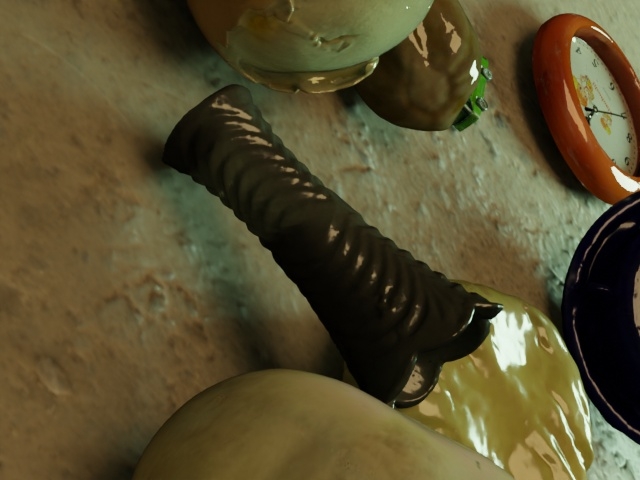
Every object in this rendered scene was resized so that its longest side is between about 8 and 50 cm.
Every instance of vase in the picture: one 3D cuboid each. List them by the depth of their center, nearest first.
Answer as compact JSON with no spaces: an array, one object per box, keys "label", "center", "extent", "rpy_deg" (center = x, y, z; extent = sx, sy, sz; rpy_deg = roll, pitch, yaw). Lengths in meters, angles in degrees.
[{"label":"vase","center":[0.000,0.000,1.081],"extent":[0.237,0.115,0.115],"rpy_deg":[46,31,16]}]

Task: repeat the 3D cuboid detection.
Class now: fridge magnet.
[{"label":"fridge magnet","center":[0.348,0.072,1.473],"extent":[0.265,0.113,0.265],"rpy_deg":[3,75,-11]}]

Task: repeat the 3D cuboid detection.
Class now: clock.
[{"label":"clock","center":[0.275,-0.132,1.635],"extent":[0.205,0.051,0.205],"rpy_deg":[31,47,-41]}]

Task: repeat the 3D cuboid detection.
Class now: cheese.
[{"label":"cheese","center":[0.105,0.143,1.189],"extent":[0.226,0.117,0.214],"rpy_deg":[24,55,-37]}]

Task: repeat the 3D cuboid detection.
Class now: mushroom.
[{"label":"mushroom","center":[0.002,0.207,0.949],"extent":[0.260,0.234,0.254],"rpy_deg":[27,0,9]}]

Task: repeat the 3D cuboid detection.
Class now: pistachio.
[{"label":"pistachio","center":[0.065,-0.175,1.339],"extent":[0.185,0.108,0.126],"rpy_deg":[65,10,13]}]

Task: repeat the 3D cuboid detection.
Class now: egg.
[{"label":"egg","center":[-0.009,-0.231,1.191],"extent":[0.201,0.201,0.244],"rpy_deg":[28,38,-42]}]

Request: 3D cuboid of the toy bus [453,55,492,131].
[{"label":"toy bus","center":[0.131,-0.138,1.465],"extent":[0.037,0.031,0.083],"rpy_deg":[38,42,-24]}]
